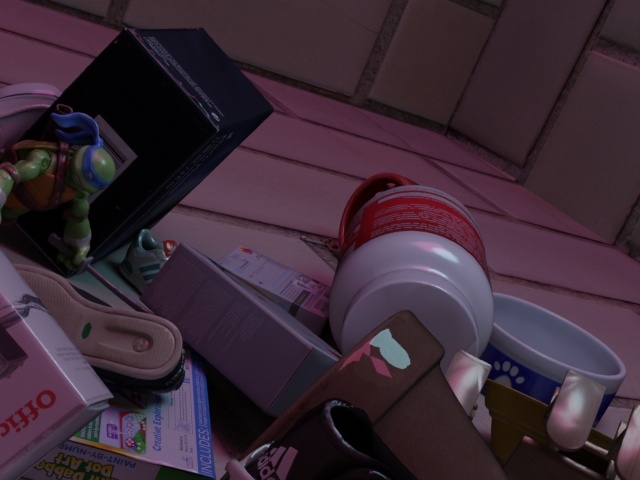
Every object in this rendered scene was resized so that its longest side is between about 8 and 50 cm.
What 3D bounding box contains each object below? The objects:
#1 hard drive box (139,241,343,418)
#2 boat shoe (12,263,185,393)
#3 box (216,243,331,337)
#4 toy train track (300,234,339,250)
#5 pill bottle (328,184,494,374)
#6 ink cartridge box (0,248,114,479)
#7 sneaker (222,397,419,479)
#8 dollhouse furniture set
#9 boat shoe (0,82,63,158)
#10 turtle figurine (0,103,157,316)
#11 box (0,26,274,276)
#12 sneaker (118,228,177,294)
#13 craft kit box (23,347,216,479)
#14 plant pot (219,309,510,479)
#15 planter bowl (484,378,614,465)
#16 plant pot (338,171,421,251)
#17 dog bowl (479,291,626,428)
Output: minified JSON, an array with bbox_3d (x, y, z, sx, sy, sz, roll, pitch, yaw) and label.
[{"bbox_3d":[-0.070,0.120,1.155,0.232,0.089,0.181,36,-2,33],"label":"hard drive box"},{"bbox_3d":[-0.242,0.092,0.981,0.233,0.084,0.079,20,-23,11],"label":"boat shoe"},{"bbox_3d":[-0.064,0.073,1.506,0.186,0.038,0.145,26,15,5],"label":"box"},{"bbox_3d":[0.000,0.000,1.872,0.083,0.014,0.048,13,19,-32],"label":"toy train track"},{"bbox_3d":[0.131,0.073,1.428,0.229,0.229,0.407,24,17,-1],"label":"pill bottle"},{"bbox_3d":[-0.291,0.090,0.762,0.218,0.158,0.092,51,-3,3],"label":"ink cartridge box"},{"bbox_3d":[-0.102,0.195,0.661,0.448,0.257,0.169,16,18,-24],"label":"sneaker"},{"bbox_3d":[0.214,0.253,1.061,0.242,0.212,0.161,26,53,11],"label":"dollhouse furniture set"},{"bbox_3d":[-0.458,-0.127,1.315,0.268,0.096,0.088,-20,47,-16],"label":"boat shoe"},{"bbox_3d":[-0.359,-0.009,1.146,0.266,0.274,0.198,0,15,29],"label":"turtle figurine"},{"bbox_3d":[-0.250,-0.134,1.374,0.182,0.296,0.294,48,17,-3],"label":"box"},{"bbox_3d":[-0.207,0.042,1.331,0.161,0.075,0.057,35,19,35],"label":"sneaker"},{"bbox_3d":[-0.232,0.155,0.981,0.247,0.061,0.250,22,16,-16],"label":"craft kit box"},{"bbox_3d":[0.064,0.228,0.877,0.229,0.263,0.263,45,21,12],"label":"plant pot"},{"bbox_3d":[0.285,0.262,1.250,0.217,0.090,0.217,27,-5,3],"label":"planter bowl"},{"bbox_3d":[0.156,-0.010,1.828,0.174,0.191,0.191,23,13,-38],"label":"plant pot"},{"bbox_3d":[0.344,0.191,1.585,0.265,0.104,0.265,22,16,-6],"label":"dog bowl"}]
